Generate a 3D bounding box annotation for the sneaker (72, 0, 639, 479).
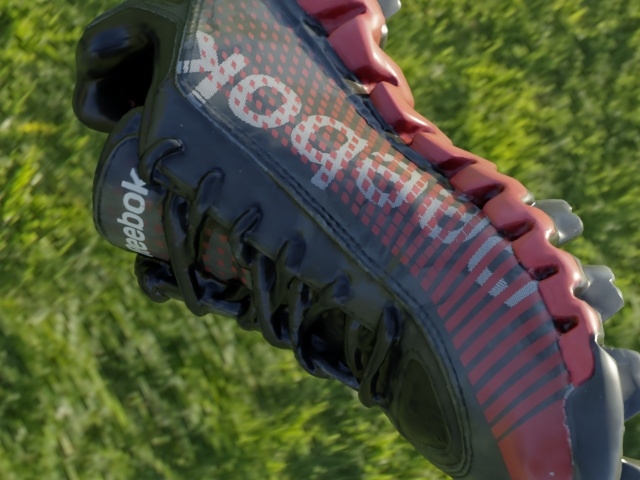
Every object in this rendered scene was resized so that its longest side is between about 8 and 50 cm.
[{"bbox_3d":[0.000,0.000,0.607,0.135,0.097,0.276,-18,54,-23],"label":"sneaker"}]
